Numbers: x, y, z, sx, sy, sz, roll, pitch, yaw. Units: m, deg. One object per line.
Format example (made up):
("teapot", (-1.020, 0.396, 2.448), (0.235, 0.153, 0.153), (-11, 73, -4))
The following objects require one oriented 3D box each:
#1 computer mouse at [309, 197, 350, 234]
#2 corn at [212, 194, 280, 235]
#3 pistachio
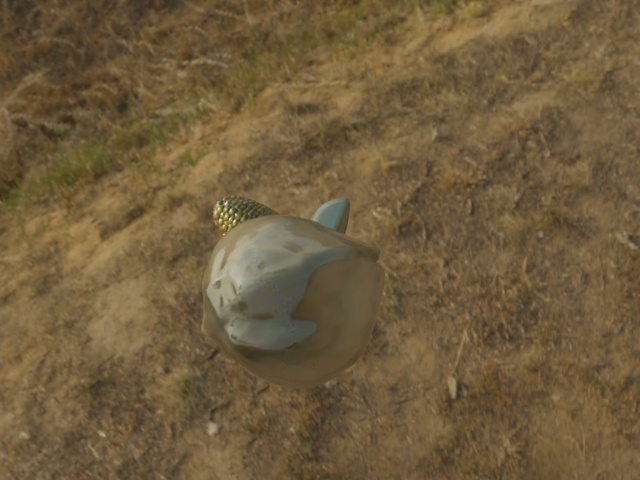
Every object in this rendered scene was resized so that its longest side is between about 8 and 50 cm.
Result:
("computer mouse", (0.000, 0.000, 1.299), (0.056, 0.089, 0.181), (11, 37, 11))
("corn", (-0.058, 0.008, 1.449), (0.292, 0.101, 0.101), (29, 63, 10))
("pistachio", (-0.022, 0.072, 1.020), (0.226, 0.332, 0.207), (-32, 72, 10))
